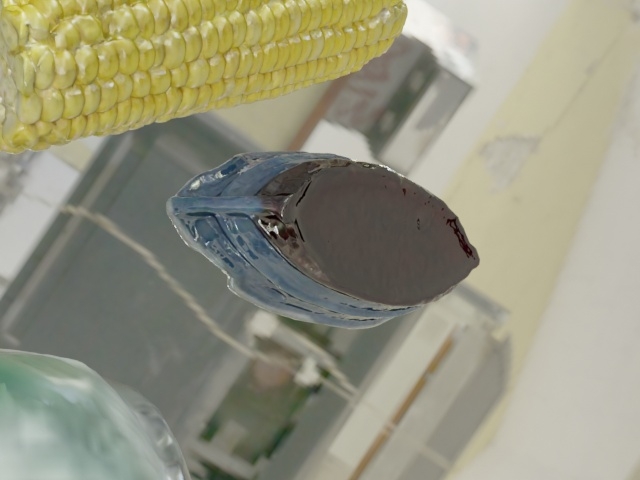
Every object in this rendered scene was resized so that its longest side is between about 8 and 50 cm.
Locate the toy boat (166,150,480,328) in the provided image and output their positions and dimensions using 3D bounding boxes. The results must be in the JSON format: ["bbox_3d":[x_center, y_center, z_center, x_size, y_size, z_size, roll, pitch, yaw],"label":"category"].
[{"bbox_3d":[0.000,0.000,1.100,0.142,0.309,0.129,-3,-101,39],"label":"toy boat"}]

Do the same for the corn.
[{"bbox_3d":[-0.057,-0.102,0.659,0.244,0.093,0.093,-21,156,-46],"label":"corn"}]

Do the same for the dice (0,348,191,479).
[{"bbox_3d":[-0.264,0.202,0.629,0.328,0.348,0.330,-3,-97,51],"label":"dice"}]
